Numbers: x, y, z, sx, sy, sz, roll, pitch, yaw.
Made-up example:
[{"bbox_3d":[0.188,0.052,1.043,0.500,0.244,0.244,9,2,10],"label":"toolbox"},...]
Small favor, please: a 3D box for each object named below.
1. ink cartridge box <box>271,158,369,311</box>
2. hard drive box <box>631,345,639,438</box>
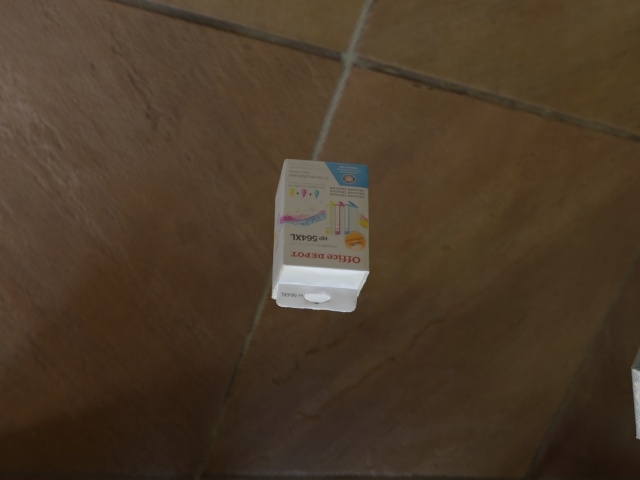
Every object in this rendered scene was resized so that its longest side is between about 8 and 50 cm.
[{"bbox_3d":[0.000,0.000,1.037,0.092,0.143,0.090,4,153,-8],"label":"ink cartridge box"},{"bbox_3d":[0.482,0.155,1.286,0.181,0.089,0.232,-59,149,-22],"label":"hard drive box"}]
